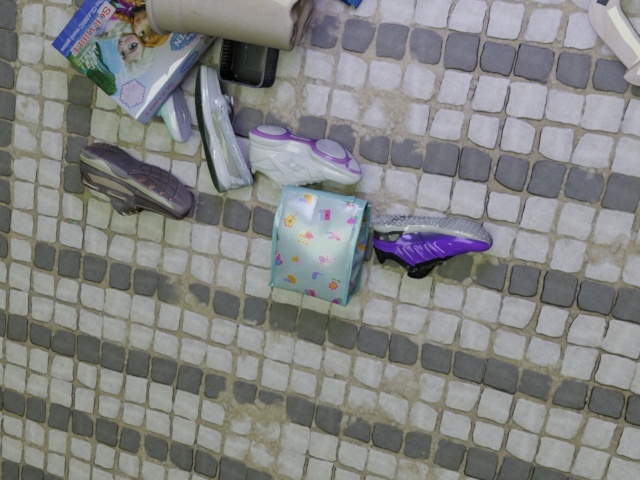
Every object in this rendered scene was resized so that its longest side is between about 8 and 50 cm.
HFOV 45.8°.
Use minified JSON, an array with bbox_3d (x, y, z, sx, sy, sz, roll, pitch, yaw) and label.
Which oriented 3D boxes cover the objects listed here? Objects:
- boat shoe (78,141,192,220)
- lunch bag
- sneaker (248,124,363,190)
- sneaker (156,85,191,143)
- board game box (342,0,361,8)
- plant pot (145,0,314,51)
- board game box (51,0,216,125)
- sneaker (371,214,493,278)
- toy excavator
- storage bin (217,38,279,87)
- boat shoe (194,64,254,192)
[{"bbox_3d":[-0.495,-0.137,2.024,0.355,0.132,0.130,30,119,18],"label":"boat shoe"},{"bbox_3d":[0.000,0.000,1.867,0.223,0.160,0.262,13,111,16],"label":"lunch bag"},{"bbox_3d":[-0.039,-0.183,1.879,0.305,0.114,0.152,20,121,17],"label":"sneaker"},{"bbox_3d":[-0.434,-0.351,1.959,0.151,0.094,0.256,-20,85,15],"label":"sneaker"},{"bbox_3d":[0.026,-0.626,1.693,0.160,0.210,0.047,32,78,9],"label":"board game box"},{"bbox_3d":[-0.170,-0.564,1.655,0.305,0.334,0.334,20,108,3],"label":"plant pot"},{"bbox_3d":[-0.457,-0.509,1.888,0.318,0.066,0.318,40,95,12],"label":"board game box"},{"bbox_3d":[0.266,0.023,1.823,0.293,0.102,0.146,6,108,21],"label":"sneaker"},{"bbox_3d":[0.592,-0.589,1.542,0.433,0.222,0.445,25,122,11],"label":"toy excavator"},{"bbox_3d":[-0.172,-0.470,1.855,0.122,0.084,0.180,14,105,15],"label":"storage bin"},{"bbox_3d":[-0.248,-0.284,1.916,0.103,0.118,0.320,-13,96,-17],"label":"boat shoe"}]
